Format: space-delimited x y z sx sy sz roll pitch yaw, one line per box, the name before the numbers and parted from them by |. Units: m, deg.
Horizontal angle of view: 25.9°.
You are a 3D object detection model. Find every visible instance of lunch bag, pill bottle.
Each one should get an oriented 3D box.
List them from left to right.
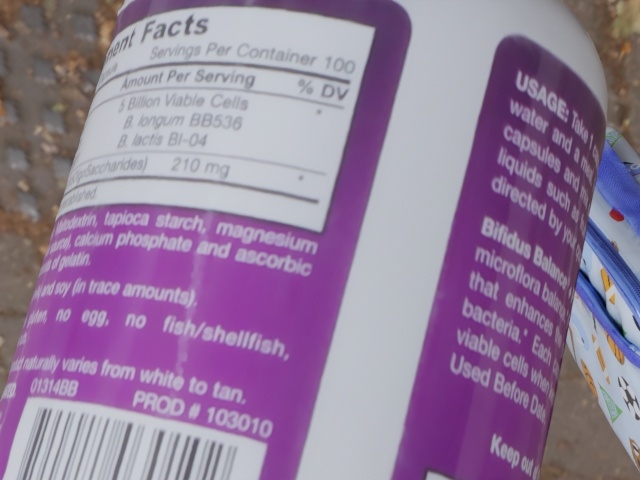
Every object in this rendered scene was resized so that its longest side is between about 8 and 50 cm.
pill bottle | 0.000 0.000 0.457 0.169 0.301 0.169 14 164 4
lunch bag | 0.252 0.050 1.099 0.115 0.303 0.243 -24 121 -1
